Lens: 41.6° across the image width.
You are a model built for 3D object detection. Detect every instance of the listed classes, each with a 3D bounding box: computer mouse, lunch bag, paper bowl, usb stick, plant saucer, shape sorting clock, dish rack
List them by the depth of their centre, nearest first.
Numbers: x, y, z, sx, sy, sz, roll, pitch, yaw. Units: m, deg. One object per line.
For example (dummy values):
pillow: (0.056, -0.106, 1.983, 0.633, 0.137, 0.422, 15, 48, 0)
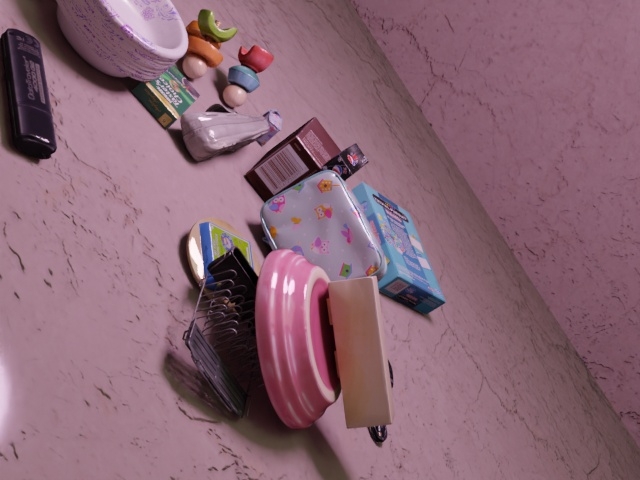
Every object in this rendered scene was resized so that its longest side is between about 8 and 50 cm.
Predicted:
usb stick: (-0.499, -0.254, 1.432, 0.077, 0.045, 0.278, 19, 42, -45)
dish rack: (-0.147, 0.163, 1.469, 0.208, 0.074, 0.271, 58, 20, -25)
plant saucer: (-0.026, 0.176, 1.550, 0.332, 0.084, 0.332, -9, 90, -76)
shape sorting clock: (-0.184, 0.051, 1.635, 0.206, 0.040, 0.206, 43, 33, -37)
paper bowl: (-0.420, -0.450, 1.722, 0.284, 0.148, 0.284, 44, 25, -26)
lunch bag: (0.000, 0.000, 1.846, 0.279, 0.224, 0.108, 63, 7, 17)
computer mouse: (0.123, 0.344, 1.857, 0.071, 0.041, 0.242, 45, 31, -26)
lunch bag: (-0.139, -0.296, 2.165, 0.053, 0.071, 0.083, 41, 28, -22)

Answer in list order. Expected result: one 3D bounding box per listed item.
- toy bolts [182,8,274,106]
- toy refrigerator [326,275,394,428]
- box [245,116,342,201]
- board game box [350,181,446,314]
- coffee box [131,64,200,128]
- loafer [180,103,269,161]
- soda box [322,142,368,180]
toy bolts: (-0.260, -0.441, 2.114, 0.228, 0.158, 0.218, 30, -8, -28)
toy refrigerator: (0.073, 0.205, 1.572, 0.102, 0.094, 0.269, 8, 75, -82)
box: (-0.046, -0.168, 2.042, 0.167, 0.168, 0.203, 52, 23, -9)
board game box: (0.210, 0.024, 2.400, 0.254, 0.079, 0.336, 29, 34, -46)
coffee box: (-0.336, -0.324, 1.851, 0.113, 0.040, 0.184, 49, 24, -13)
loafer: (-0.213, -0.262, 1.920, 0.111, 0.112, 0.319, 63, 23, -2)
soda box: (0.060, -0.180, 1.980, 0.060, 0.053, 0.169, 56, 22, -4)
